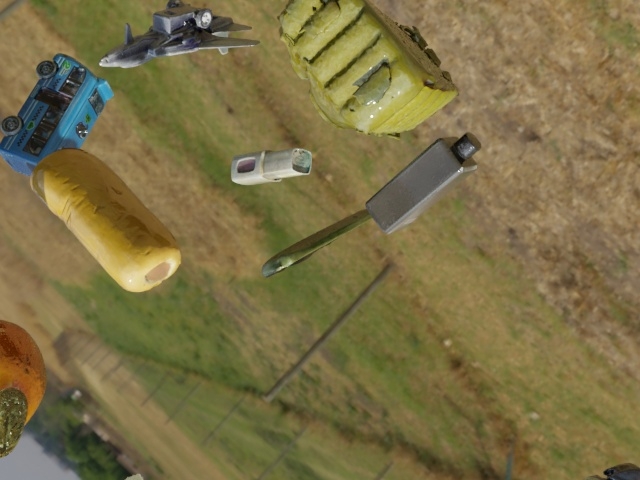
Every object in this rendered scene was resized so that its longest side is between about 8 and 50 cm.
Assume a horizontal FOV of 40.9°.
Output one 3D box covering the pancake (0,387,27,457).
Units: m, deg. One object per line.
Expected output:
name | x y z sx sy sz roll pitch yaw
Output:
pancake | -0.464 0.270 1.268 0.017 0.108 0.108 7 148 15

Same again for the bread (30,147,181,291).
bread | -0.359 -0.045 1.453 0.305 0.142 0.091 43 134 20

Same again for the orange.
orange | -0.579 0.244 1.466 0.170 0.224 0.224 34 160 47

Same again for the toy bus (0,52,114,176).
toy bus | -0.531 -0.244 1.725 0.134 0.246 0.113 22 161 11

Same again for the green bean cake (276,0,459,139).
green bean cake | 0.073 -0.314 1.525 0.285 0.202 0.310 55 -158 13

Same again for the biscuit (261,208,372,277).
biscuit | 0.000 0.000 1.665 0.099 0.322 0.038 -30 88 39

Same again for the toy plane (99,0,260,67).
toy plane | -0.247 -0.329 1.363 0.212 0.267 0.088 24 120 30

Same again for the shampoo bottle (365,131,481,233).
shampoo bottle | 0.197 -0.112 1.600 0.246 0.080 0.079 -41 76 33

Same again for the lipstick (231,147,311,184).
lipstick | -0.124 -0.187 2.161 0.077 0.079 0.252 10 173 -40

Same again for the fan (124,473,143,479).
fan | -0.262 0.390 0.949 0.010 0.310 0.182 10 112 11

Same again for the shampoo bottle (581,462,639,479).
shampoo bottle | 0.455 0.538 1.578 0.134 0.359 0.078 55 171 0
